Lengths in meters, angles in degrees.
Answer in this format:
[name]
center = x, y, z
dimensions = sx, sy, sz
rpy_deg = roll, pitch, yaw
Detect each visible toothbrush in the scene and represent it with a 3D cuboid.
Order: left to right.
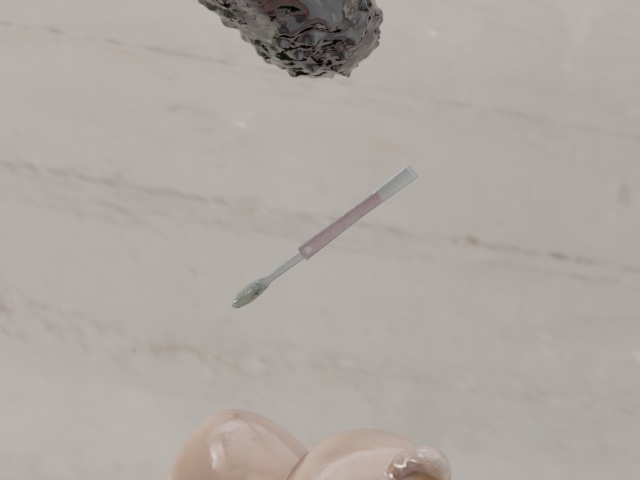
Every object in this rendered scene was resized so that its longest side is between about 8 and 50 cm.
[toothbrush]
center = 0.001, -0.001, 1.628
dimensions = 0.194, 0.017, 0.014
rpy_deg = -37, 93, 17

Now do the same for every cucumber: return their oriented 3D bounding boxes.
[cucumber]
center = -0.033, -0.128, 0.789
dimensions = 0.072, 0.300, 0.072
rpy_deg = -7, 72, 21

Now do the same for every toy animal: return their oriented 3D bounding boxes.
[toy animal]
center = -0.008, 0.239, 1.583
dimensions = 0.229, 0.221, 0.210
rpy_deg = -27, 128, -13
